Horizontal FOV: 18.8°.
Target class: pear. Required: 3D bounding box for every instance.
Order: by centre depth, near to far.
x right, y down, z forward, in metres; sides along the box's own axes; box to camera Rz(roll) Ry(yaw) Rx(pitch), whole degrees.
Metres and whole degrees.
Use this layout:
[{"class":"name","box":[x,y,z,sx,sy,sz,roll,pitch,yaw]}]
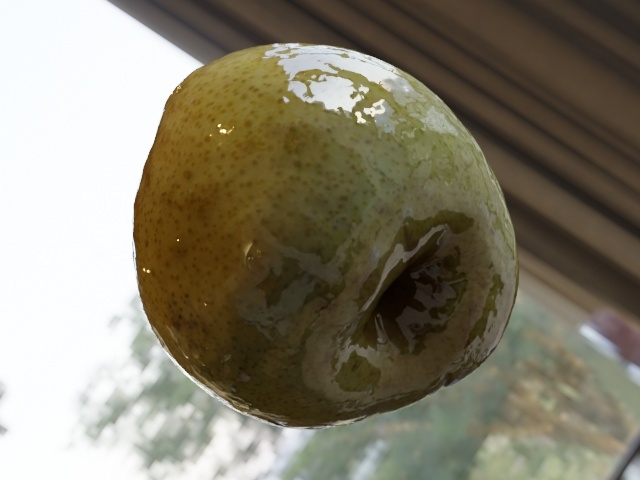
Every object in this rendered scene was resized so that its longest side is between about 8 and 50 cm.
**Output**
[{"class":"pear","box":[0.000,0.000,0.816,0.167,0.136,0.167,-19,-59,-36]}]
